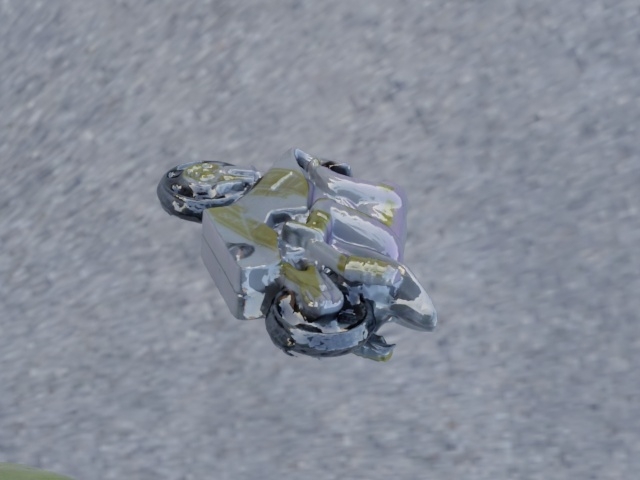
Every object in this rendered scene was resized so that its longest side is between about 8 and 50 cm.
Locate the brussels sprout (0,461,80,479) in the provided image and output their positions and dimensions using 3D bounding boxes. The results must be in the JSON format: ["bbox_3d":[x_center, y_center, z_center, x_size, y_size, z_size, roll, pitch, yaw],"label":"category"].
[{"bbox_3d":[-0.190,0.268,1.076,0.247,0.328,0.328,-25,92,-56],"label":"brussels sprout"}]

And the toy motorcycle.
[{"bbox_3d":[0.000,0.000,1.208,0.152,0.225,0.073,-13,125,-25],"label":"toy motorcycle"}]
